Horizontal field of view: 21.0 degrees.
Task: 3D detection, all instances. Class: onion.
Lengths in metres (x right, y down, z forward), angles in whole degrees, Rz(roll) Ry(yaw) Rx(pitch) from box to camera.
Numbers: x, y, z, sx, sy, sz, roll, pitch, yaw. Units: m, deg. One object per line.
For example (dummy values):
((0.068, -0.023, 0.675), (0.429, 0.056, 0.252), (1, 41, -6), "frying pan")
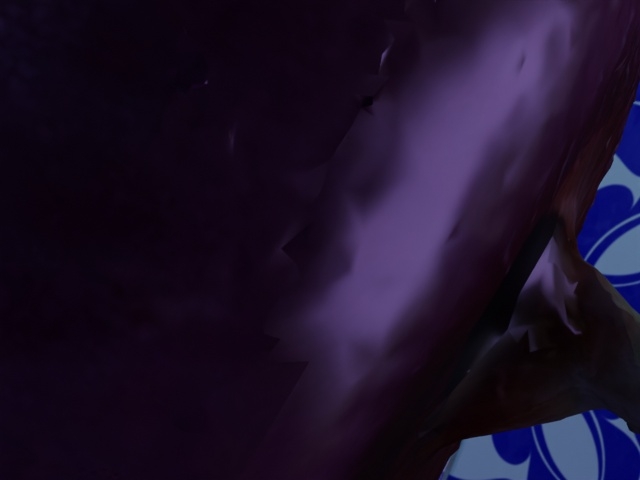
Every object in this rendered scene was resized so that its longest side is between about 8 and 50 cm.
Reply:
((-0.039, -0.009, 0.461), (0.345, 0.358, 0.358), (51, -51, 31), "onion")
